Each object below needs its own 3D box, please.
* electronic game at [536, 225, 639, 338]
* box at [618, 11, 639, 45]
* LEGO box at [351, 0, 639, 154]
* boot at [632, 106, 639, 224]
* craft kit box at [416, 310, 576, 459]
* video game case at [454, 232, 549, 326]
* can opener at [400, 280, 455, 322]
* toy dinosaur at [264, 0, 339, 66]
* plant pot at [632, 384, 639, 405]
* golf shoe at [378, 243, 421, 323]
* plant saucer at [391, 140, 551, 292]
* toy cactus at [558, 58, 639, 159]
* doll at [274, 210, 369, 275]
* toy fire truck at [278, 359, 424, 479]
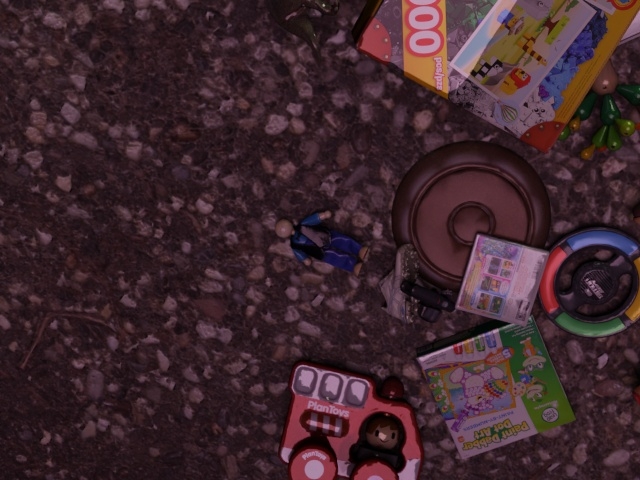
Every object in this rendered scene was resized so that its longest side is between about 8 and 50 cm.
[{"bbox_3d":[0.535,0.082,1.880,0.229,0.048,0.229,1,106,5],"label":"electronic game"},{"bbox_3d":[0.505,-0.431,1.719,0.290,0.087,0.169,-22,103,11],"label":"box"},{"bbox_3d":[0.330,-0.455,1.564,0.373,0.193,0.500,27,107,-9],"label":"LEGO box"},{"bbox_3d":[0.645,-0.170,1.797,0.248,0.090,0.207,-37,85,18],"label":"boot"},{"bbox_3d":[0.354,0.291,1.954,0.250,0.061,0.246,-23,105,11],"label":"craft kit box"},{"bbox_3d":[0.349,0.076,1.860,0.143,0.019,0.157,15,106,3],"label":"video game case"},{"bbox_3d":[0.211,0.113,1.866,0.059,0.186,0.073,12,78,30],"label":"can opener"},{"bbox_3d":[-0.048,-0.474,1.763,0.160,0.121,0.313,-6,110,20],"label":"toy dinosaur"},{"bbox_3d":[0.772,0.312,1.824,0.243,0.275,0.275,-41,98,3],"label":"plant pot"},{"bbox_3d":[0.147,0.082,1.893,0.086,0.069,0.176,15,124,29],"label":"golf shoe"},{"bbox_3d":[0.292,-0.037,1.871,0.311,0.050,0.310,2,106,6],"label":"plant saucer"},{"bbox_3d":[0.534,-0.251,1.765,0.219,0.112,0.180,-15,79,35],"label":"toy cactus"},{"bbox_3d":[0.000,0.000,1.909,0.189,0.046,0.129,20,116,6],"label":"doll"},{"bbox_3d":[0.066,0.392,1.965,0.302,0.169,0.253,12,88,1],"label":"toy fire truck"}]
